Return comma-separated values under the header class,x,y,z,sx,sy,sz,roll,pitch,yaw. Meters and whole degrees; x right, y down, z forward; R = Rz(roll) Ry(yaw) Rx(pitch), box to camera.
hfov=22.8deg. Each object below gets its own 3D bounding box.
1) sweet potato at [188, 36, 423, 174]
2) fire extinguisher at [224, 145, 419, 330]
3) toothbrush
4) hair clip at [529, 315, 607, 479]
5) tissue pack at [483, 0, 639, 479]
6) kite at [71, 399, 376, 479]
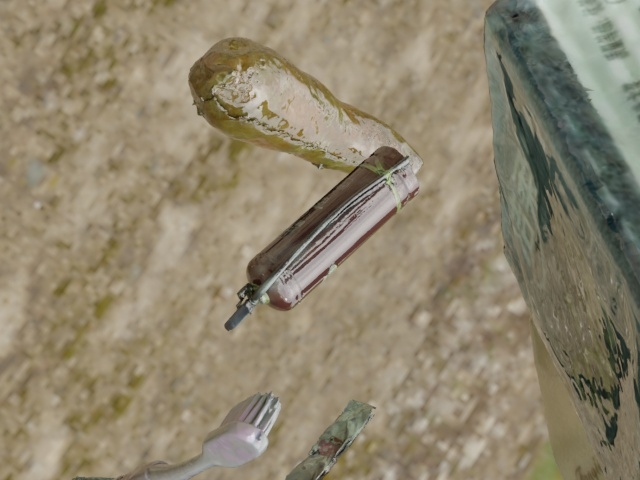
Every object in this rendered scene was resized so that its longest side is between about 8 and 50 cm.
class,x,y,z,sx,sy,sz,roll,pitch,yaw
sweet potato,-0.011,-0.093,1.242,0.273,0.075,0.075,22,100,-53
fire extinguisher,0.000,0.000,1.038,0.158,0.043,0.064,-43,176,-24
toothbrush,-0.095,0.132,0.884,0.029,0.024,0.354,-55,-171,-28
hair clip,0.252,0.162,1.211,0.113,0.282,0.172,-42,172,-22
tissue pack,0.141,0.048,0.567,0.081,0.257,0.185,-18,145,-4
kite,-0.053,0.218,1.134,0.314,0.335,0.011,-52,142,-39
